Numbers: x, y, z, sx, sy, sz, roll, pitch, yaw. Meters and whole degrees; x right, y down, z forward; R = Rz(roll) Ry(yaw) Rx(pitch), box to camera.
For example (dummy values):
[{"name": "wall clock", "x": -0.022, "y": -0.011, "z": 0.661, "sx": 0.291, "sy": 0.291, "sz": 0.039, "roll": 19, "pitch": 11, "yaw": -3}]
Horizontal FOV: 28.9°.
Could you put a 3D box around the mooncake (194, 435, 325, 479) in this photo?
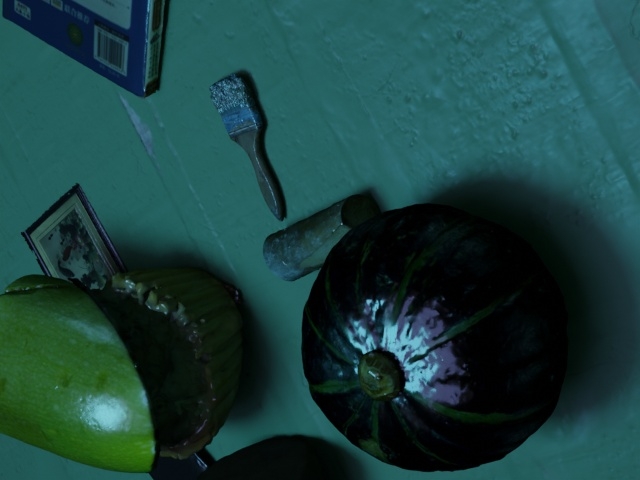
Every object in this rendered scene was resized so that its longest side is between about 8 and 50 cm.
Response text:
[{"name": "mooncake", "x": -0.086, "y": 0.373, "z": 1.667, "sx": 0.228, "sy": 0.228, "sz": 0.124, "roll": -9, "pitch": 111, "yaw": 45}]

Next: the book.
[{"name": "book", "x": -0.309, "y": -0.431, "z": 1.613, "sx": 0.300, "sy": 0.039, "sz": 0.428, "roll": 32, "pitch": 130, "yaw": 27}]

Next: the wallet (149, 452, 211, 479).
[{"name": "wallet", "x": -0.188, "y": 0.385, "z": 1.900, "sx": 0.285, "sy": 0.030, "sz": 0.146, "roll": 47, "pitch": 137, "yaw": 15}]

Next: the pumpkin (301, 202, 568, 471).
[{"name": "pumpkin", "x": 0.114, "y": 0.113, "z": 1.349, "sx": 0.315, "sy": 0.238, "sz": 0.315, "roll": 14, "pitch": 113, "yaw": 37}]

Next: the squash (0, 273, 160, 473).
[{"name": "squash", "x": -0.300, "y": 0.188, "z": 1.674, "sx": 0.308, "sy": 0.210, "sz": 0.234, "roll": 7, "pitch": 112, "yaw": 30}]

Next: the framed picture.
[{"name": "framed picture", "x": -0.375, "y": 0.035, "z": 1.926, "sx": 0.195, "sy": 0.010, "sz": 0.199, "roll": -34, "pitch": 85, "yaw": 46}]

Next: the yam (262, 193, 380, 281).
[{"name": "yam", "x": 0.000, "y": 0.000, "z": 1.522, "sx": 0.169, "sy": 0.068, "sz": 0.068, "roll": -25, "pitch": 91, "yaw": 47}]

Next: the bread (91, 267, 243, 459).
[{"name": "bread", "x": -0.211, "y": 0.165, "z": 1.736, "sx": 0.274, "sy": 0.149, "sz": 0.274, "roll": 20, "pitch": 119, "yaw": 42}]

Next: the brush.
[{"name": "brush", "x": -0.086, "y": -0.115, "z": 1.582, "sx": 0.070, "sy": 0.021, "sz": 0.196, "roll": -15, "pitch": 99, "yaw": 47}]
